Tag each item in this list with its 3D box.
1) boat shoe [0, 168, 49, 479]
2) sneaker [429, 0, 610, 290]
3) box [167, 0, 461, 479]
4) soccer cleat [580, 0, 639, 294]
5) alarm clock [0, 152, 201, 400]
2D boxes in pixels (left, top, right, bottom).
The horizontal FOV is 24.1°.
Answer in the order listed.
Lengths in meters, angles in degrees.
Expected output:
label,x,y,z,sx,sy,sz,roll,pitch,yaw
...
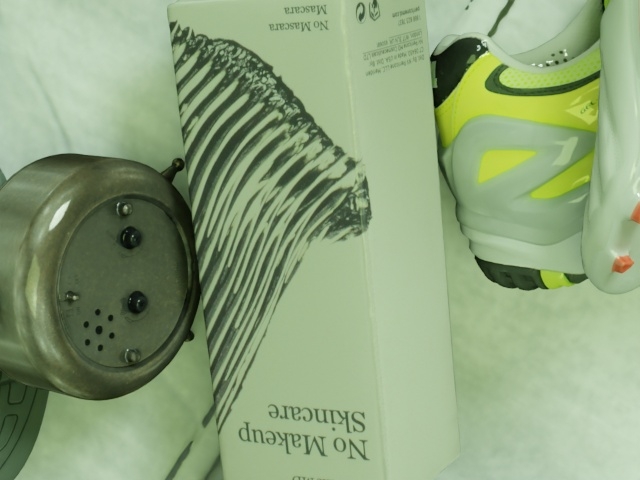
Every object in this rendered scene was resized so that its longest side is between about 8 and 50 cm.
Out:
label,x,y,z,sx,sy,sz,roll,pitch,yaw
boat shoe,-0.230,-0.009,0.802,0.118,0.103,0.320,-26,111,-39
sneaker,0.238,-0.115,0.806,0.384,0.145,0.147,-28,103,-2
box,0.000,0.000,0.806,0.113,0.094,0.275,0,103,29
soccer cleat,0.164,-0.068,0.735,0.068,0.076,0.196,-5,120,-34
alarm clock,-0.133,0.023,0.786,0.192,0.064,0.129,-15,107,-44
